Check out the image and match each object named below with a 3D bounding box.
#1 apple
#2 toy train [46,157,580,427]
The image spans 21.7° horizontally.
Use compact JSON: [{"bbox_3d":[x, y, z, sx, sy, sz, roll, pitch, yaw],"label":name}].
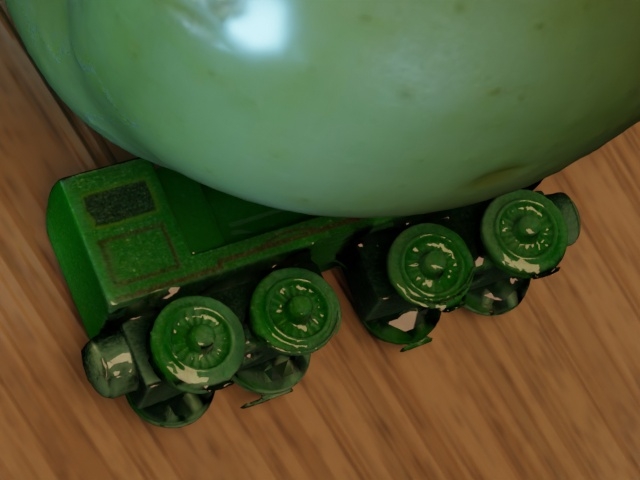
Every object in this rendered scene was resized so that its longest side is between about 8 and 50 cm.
[{"bbox_3d":[0.028,-0.185,0.667,0.357,0.357,0.357,2,83,-18],"label":"apple"},{"bbox_3d":[0.000,0.000,0.774,0.251,0.085,0.119,-18,75,-23],"label":"toy train"}]
